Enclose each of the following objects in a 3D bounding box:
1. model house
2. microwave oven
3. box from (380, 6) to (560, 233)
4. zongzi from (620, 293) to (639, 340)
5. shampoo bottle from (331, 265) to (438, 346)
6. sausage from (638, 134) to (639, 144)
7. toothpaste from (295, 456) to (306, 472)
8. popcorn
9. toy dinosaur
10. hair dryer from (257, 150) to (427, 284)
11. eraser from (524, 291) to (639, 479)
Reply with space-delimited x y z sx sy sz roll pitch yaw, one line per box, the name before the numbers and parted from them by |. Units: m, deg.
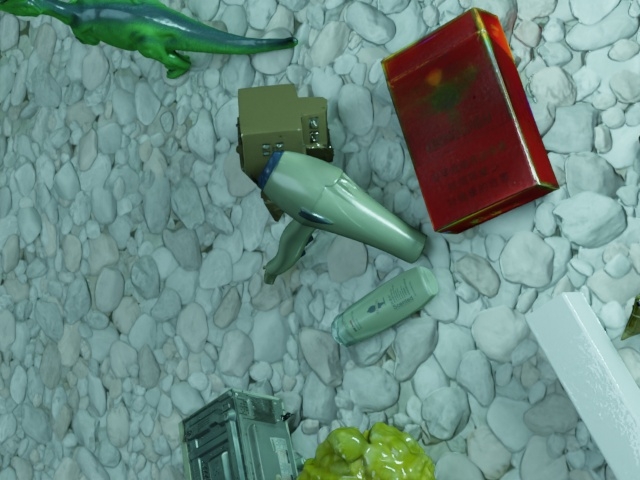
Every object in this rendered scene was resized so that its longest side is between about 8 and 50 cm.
model house | -0.064 -0.137 1.832 0.181 0.176 0.248 -100 7 -51
microwave oven | -0.142 0.412 1.809 0.194 0.145 0.240 -38 51 34
box | 0.236 -0.190 1.626 0.197 0.089 0.313 -26 73 35
zongzi | 0.484 0.127 1.463 0.076 0.040 0.083 27 115 28
shampoo bottle | 0.108 0.116 1.730 0.212 0.049 0.072 -35 72 30
sausage | 0.487 -0.114 1.482 0.015 0.015 0.100 -22 75 34
toothpaste | -0.103 0.445 1.882 0.204 0.031 0.049 -31 54 32
popcorn | 0.074 0.425 1.635 0.241 0.235 0.250 34 129 8
toy dinosaur | -0.330 -0.432 1.894 0.500 0.374 0.144 2 81 39
hair dryer | 0.036 -0.005 1.735 0.296 0.119 0.298 15 135 13
eraser | 0.416 0.221 1.481 0.078 0.076 0.298 -39 67 28
